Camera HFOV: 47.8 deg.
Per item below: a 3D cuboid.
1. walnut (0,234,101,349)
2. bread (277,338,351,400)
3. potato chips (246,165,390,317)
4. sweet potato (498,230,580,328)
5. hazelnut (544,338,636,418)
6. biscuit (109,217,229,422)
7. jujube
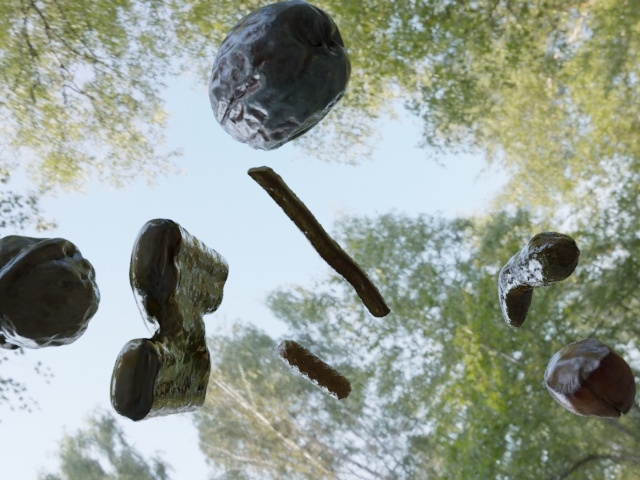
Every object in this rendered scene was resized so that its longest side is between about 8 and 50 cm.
[{"bbox_3d":[-0.475,0.085,1.188,0.224,0.224,0.224,-22,-56,-36],"label":"walnut"},{"bbox_3d":[-0.011,0.235,1.316,0.044,0.157,0.052,-54,0,9],"label":"bread"},{"bbox_3d":[0.000,0.000,0.713,0.026,0.037,0.204,-36,-70,11],"label":"potato chips"},{"bbox_3d":[0.306,0.054,1.059,0.062,0.081,0.233,-10,-28,-14],"label":"sweet potato"},{"bbox_3d":[0.263,0.138,0.704,0.086,0.086,0.086,-22,-56,-36],"label":"hazelnut"},{"bbox_3d":[-0.188,0.107,0.929,0.290,0.062,0.236,51,-134,-78],"label":"biscuit"},{"bbox_3d":[-0.082,-0.290,1.295,0.246,0.308,0.215,-38,-86,-36],"label":"jujube"}]
